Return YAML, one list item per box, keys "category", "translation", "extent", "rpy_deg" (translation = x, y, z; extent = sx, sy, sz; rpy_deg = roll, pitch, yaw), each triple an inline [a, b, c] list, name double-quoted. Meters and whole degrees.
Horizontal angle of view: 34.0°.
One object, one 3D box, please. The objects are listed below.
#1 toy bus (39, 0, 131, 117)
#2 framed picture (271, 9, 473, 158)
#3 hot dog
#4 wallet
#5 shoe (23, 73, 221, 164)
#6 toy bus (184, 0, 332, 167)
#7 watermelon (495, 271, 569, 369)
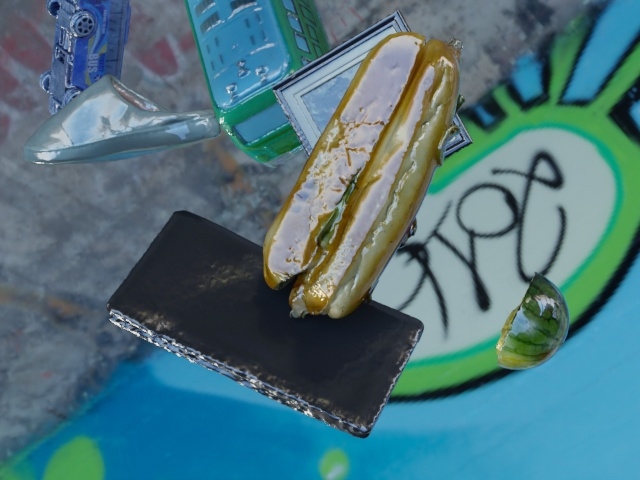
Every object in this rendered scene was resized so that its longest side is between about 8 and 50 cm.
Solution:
- category: "toy bus"
  translation: [-0.310, -0.248, 1.391]
  extent: [0.094, 0.079, 0.236]
  rpy_deg: [-14, 129, -40]
- category: "framed picture"
  translation: [0.064, -0.160, 1.333]
  extent: [0.195, 0.199, 0.010]
  rpy_deg: [-29, 175, 9]
- category: "hot dog"
  translation: [0.042, -0.054, 0.856]
  extent: [0.269, 0.109, 0.072]
  rpy_deg: [-60, 149, 1]
- category: "wallet"
  translation: [-0.045, 0.066, 0.878]
  extent: [0.124, 0.244, 0.025]
  rpy_deg: [-59, 167, -33]
- category: "shoe"
  translation: [-0.185, -0.113, 0.964]
  extent: [0.195, 0.078, 0.079]
  rpy_deg: [-3, -176, 22]
- category: "toy bus"
  translation: [-0.095, -0.305, 1.637]
  extent: [0.183, 0.344, 0.199]
  rpy_deg: [-28, 152, 19]
- category: "watermelon"
  translation: [0.222, 0.089, 1.075]
  extent: [0.105, 0.062, 0.105]
  rpy_deg: [-57, 163, -27]
